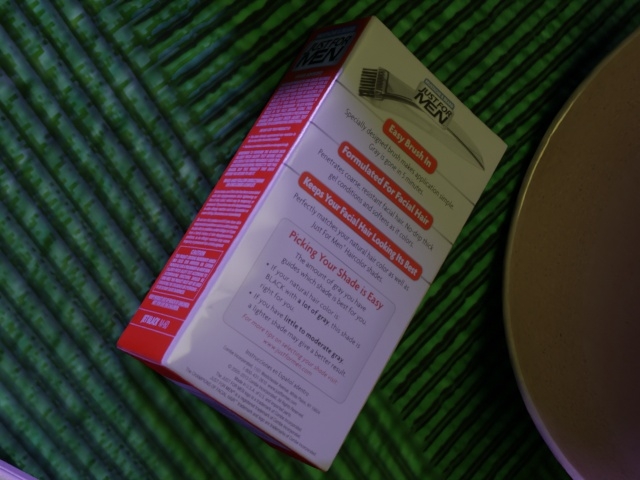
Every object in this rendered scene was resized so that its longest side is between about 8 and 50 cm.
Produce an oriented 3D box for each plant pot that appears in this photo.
[{"bbox_3d":[0.259,0.028,0.507,0.191,0.284,0.284,27,79,-43],"label":"plant pot"}]

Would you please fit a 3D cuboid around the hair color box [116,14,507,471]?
[{"bbox_3d":[0.000,0.000,0.456,0.093,0.053,0.167,39,74,-28],"label":"hair color box"}]

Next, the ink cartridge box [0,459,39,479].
[{"bbox_3d":[-0.156,0.163,0.347,0.148,0.086,0.203,39,73,-29],"label":"ink cartridge box"}]
